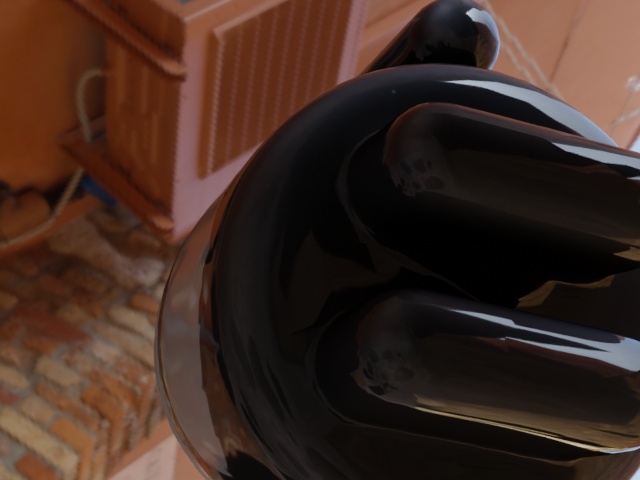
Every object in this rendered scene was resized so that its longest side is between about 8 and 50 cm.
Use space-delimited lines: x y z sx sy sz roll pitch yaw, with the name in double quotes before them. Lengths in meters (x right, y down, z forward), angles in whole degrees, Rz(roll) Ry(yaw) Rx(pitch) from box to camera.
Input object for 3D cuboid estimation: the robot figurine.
"robot figurine" 0.024 0.034 0.451 0.173 0.209 0.278 51 -19 -1
